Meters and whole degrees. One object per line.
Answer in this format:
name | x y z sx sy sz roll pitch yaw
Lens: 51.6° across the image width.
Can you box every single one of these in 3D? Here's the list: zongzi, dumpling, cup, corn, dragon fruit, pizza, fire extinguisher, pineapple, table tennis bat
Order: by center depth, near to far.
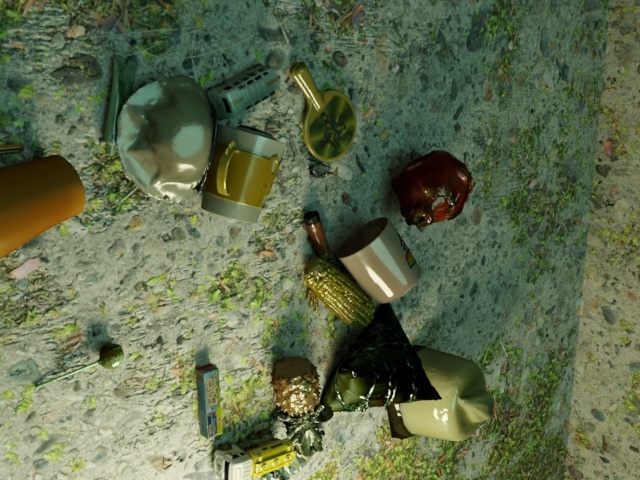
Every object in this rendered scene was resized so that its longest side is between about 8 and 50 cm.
cup | -0.618 -0.086 1.291 0.264 0.182 0.226 -32 88 -41
dumpling | -0.330 -0.223 1.493 0.204 0.163 0.293 -6 113 -62
cup | -0.203 -0.166 1.604 0.241 0.185 0.226 -20 127 -77
table tennis bat | 0.002 -0.363 1.859 0.198 0.050 0.321 -50 133 -20
fire extinguisher | 0.000 0.000 1.929 0.050 0.062 0.177 -64 140 -53
pineapple | -0.050 0.492 1.937 0.170 0.141 0.310 -10 115 -2
pizza | -0.023 0.179 1.977 0.037 0.016 0.083 -32 121 -26
corn | 0.060 0.159 1.982 0.322 0.119 0.119 46 69 -33
cup | 0.184 0.053 2.007 0.200 0.191 0.253 53 20 -16
zongzi | 0.170 0.354 2.079 0.383 0.319 0.362 -3 61 -28
dragon fruit | 0.352 -0.165 2.095 0.315 0.250 0.250 -43 125 -24

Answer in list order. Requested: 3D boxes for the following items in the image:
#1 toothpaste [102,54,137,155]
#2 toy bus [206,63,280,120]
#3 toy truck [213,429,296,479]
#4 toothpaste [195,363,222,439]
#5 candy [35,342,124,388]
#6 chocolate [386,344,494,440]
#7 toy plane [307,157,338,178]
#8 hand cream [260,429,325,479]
toothpaste | -0.448 -0.296 1.466 0.064 0.041 0.218 10 91 -56
toy bus | -0.183 -0.374 1.653 0.194 0.089 0.087 -37 123 -32
toy truck | -0.184 0.612 1.864 0.226 0.114 0.098 -6 104 -41
toothpaste | -0.289 0.428 1.773 0.070 0.044 0.194 -13 109 -39
candy | -0.547 0.292 1.512 0.202 0.061 0.061 -20 113 -29
chocolate | 0.421 0.541 2.284 0.326 0.297 0.314 -23 110 -36
toy plane | 0.006 -0.202 1.906 0.120 0.031 0.049 14 82 -40
hand cream | -0.079 0.668 2.028 0.247 0.052 0.075 -37 100 -24
